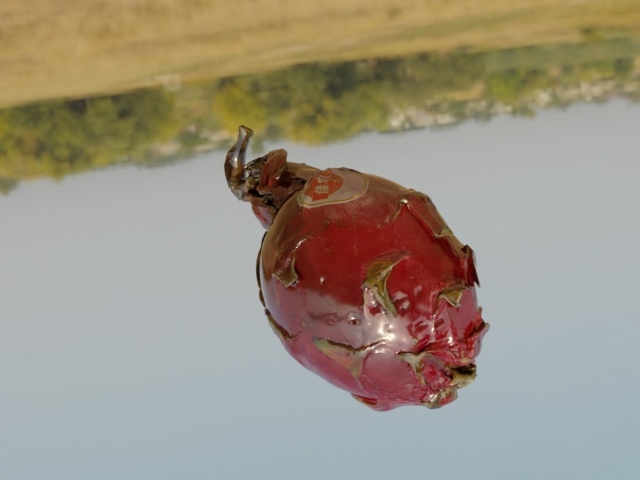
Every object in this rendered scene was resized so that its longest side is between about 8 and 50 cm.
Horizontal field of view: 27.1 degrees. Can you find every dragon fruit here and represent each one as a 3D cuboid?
[{"bbox_3d":[0.000,0.000,0.599,0.094,0.094,0.190,-11,-139,-35],"label":"dragon fruit"}]
